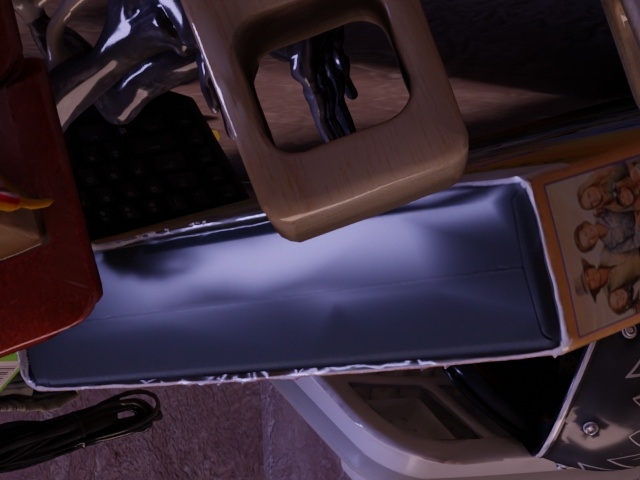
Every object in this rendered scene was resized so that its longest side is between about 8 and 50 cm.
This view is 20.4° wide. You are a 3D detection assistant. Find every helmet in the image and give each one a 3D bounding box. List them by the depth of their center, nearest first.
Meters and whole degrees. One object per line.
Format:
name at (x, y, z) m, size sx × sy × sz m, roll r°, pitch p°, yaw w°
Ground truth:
helmet at (0.164, 0.054, 1.042) m, size 0.161 × 0.169 × 0.169 m, roll 40°, pitch -164°, yaw 27°

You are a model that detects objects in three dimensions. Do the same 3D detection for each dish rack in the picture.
dish rack at (0.057, 0.071, 1.201) m, size 0.285 × 0.072 × 0.333 m, roll 1°, pitch -149°, yaw -39°

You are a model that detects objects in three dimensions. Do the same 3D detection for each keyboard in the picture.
keyboard at (-0.163, 0.025, 0.798) m, size 0.317 × 0.201 × 0.033 m, roll -13°, pitch 153°, yaw -29°

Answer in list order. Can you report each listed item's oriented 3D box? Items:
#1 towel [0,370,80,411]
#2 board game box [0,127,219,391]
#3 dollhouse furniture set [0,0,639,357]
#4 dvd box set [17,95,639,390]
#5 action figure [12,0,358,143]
towel at (-0.370, 0.058, 1.244) m, size 0.324 × 0.056 × 0.312 m, roll 23°, pitch -175°, yaw 24°
board game box at (-0.176, 0.011, 1.027) m, size 0.259 × 0.039 × 0.124 m, roll -44°, pitch 153°, yaw 26°
dollhouse furniture set at (-0.030, -0.084, 0.412) m, size 0.374 × 0.152 × 0.201 m, roll -21°, pitch 172°, yaw 5°
dvd box set at (0.116, -0.023, 0.776) m, size 0.420 × 0.062 × 0.307 m, roll -17°, pitch -175°, yaw -41°
action figure at (-0.137, -0.041, 0.613) m, size 0.276 × 0.141 × 0.164 m, roll -7°, pitch -176°, yaw 24°
